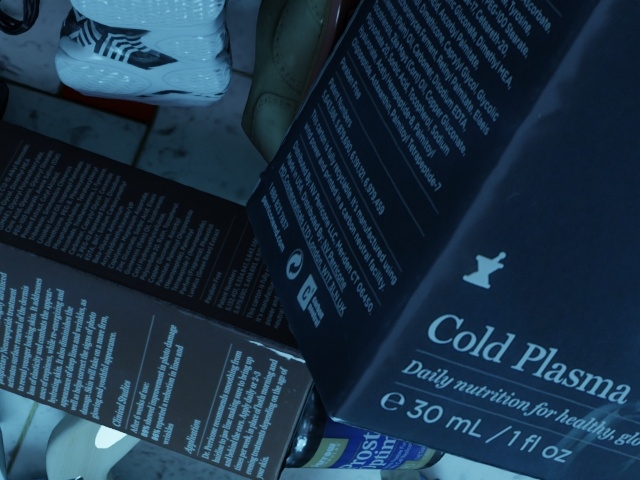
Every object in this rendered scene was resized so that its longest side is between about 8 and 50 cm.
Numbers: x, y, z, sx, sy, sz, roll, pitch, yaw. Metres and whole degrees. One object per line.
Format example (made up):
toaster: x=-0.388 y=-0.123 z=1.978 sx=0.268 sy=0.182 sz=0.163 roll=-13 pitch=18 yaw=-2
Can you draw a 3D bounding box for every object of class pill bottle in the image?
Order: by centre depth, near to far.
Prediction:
pill bottle: x=0.008 y=0.154 z=1.643 sx=0.219 sy=0.123 sz=0.123 roll=5 pitch=136 yaw=-29

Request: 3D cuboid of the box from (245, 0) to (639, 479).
box: x=0.278 y=-0.073 z=1.243 sx=0.480 sy=0.297 sz=0.472 roll=18 pitch=115 yaw=-26

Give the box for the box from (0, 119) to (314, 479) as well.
box: x=-0.179 y=0.045 z=1.461 sx=0.381 sy=0.143 sz=0.191 roll=19 pitch=137 yaw=-1

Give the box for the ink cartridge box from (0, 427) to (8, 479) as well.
ink cartridge box: x=-0.400 y=0.172 z=1.692 sx=0.154 sy=0.093 sz=0.212 roll=-12 pitch=140 yaw=-6

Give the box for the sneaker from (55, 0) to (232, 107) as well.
sneaker: x=-0.121 y=-0.234 z=1.321 sx=0.137 sy=0.210 sz=0.366 roll=8 pitch=167 yaw=-5

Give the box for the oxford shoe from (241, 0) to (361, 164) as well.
oxford shoe: x=0.009 y=-0.202 z=1.354 sx=0.123 sy=0.130 sz=0.348 roll=-9 pitch=126 yaw=-47

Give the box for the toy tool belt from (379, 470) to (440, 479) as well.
toy tool belt: x=0.098 y=0.271 z=1.837 sx=0.052 sy=0.051 sz=0.083 roll=-34 pitch=124 yaw=29

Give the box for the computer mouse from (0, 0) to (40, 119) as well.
computer mouse: x=-0.284 y=-0.153 z=1.468 sx=0.071 sy=0.041 sz=0.242 roll=21 pitch=124 yaw=-9

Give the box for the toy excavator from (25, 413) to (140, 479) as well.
toy excavator: x=-0.249 y=0.314 z=1.799 sx=0.433 sy=0.222 sz=0.445 roll=-11 pitch=123 yaw=10
